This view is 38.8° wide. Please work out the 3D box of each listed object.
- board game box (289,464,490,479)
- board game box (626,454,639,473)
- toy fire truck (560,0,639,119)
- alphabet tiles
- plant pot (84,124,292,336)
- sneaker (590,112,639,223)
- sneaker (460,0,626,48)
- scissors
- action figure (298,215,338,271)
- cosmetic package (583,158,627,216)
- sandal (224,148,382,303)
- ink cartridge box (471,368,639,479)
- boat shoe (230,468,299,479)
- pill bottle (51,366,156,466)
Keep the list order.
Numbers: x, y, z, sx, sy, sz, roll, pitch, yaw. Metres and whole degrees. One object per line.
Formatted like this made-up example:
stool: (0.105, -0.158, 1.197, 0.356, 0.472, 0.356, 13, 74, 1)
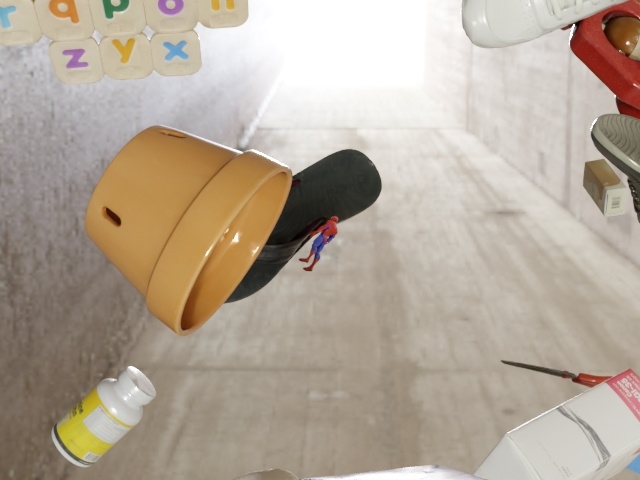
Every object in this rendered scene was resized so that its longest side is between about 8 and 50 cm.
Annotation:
board game box: (0.026, 0.325, 0.647, 0.141, 0.232, 0.291, 166, -77, -69)
board game box: (0.769, 0.475, 2.060, 0.033, 0.169, 0.133, 0, 109, -59)
toy fire truck: (0.447, -0.309, 1.292, 0.302, 0.254, 0.169, -66, -176, -34)
alphabet tiles: (-0.219, -0.272, 0.961, 0.278, 0.284, 0.021, 93, -10, -57)
plant pot: (-0.203, -0.035, 1.335, 0.291, 0.203, 0.291, -55, 171, -13)
sneaker: (0.439, -0.079, 1.244, 0.118, 0.222, 0.083, -48, -167, 55)
sneaker: (0.297, -0.308, 1.017, 0.114, 0.305, 0.152, 65, -12, -19)
scissors: (0.517, 0.271, 1.838, 0.109, 0.297, 0.021, 144, -38, -62)
action figure: (0.000, 0.000, 1.548, 0.115, 0.030, 0.038, -54, 135, -30)
cosmetic package: (0.535, -0.100, 1.715, 0.115, 0.041, 0.060, -102, -175, -57)
sandal: (-0.066, -0.048, 1.706, 0.167, 0.446, 0.107, 53, -23, 2)
ink cartridge box: (0.407, 0.352, 1.503, 0.117, 0.283, 0.207, 57, -30, 27)
boat shoe: (-0.149, 0.441, 1.150, 0.127, 0.340, 0.158, 45, 12, -28)
pill bottle: (-0.390, 0.317, 1.655, 0.103, 0.184, 0.103, 47, 5, -6)
